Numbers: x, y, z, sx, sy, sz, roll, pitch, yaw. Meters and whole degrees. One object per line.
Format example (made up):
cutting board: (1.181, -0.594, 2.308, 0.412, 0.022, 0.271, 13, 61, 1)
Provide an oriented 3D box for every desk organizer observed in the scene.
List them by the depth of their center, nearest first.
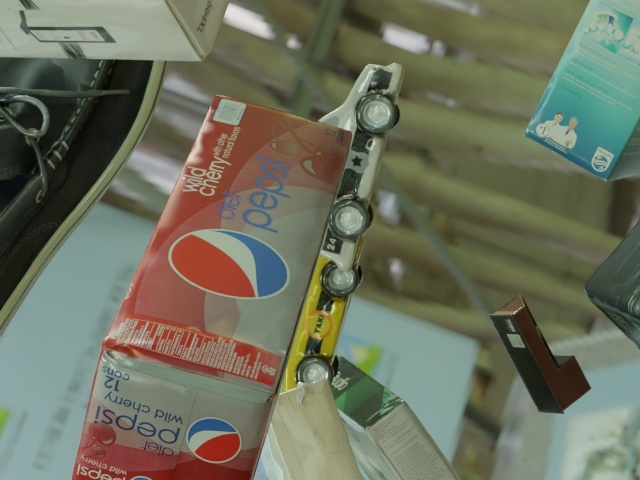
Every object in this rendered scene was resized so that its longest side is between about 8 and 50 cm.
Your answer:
desk organizer: (0.245, 0.125, 1.974, 0.050, 0.130, 0.047, -35, 14, -26)

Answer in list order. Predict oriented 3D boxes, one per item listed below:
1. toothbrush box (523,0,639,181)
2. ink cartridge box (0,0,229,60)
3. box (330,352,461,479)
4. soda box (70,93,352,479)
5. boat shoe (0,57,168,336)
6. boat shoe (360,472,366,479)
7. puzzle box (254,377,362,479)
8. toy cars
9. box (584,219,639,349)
toothbrush box: (0.393, -0.233, 2.155, 0.216, 0.126, 0.295, -11, -52, -64)
ink cartridge box: (-0.163, -0.210, 1.262, 0.086, 0.203, 0.148, 59, -139, -52)
box: (0.086, 0.243, 1.925, 0.058, 0.232, 0.322, -36, 15, -9)
soda box: (-0.049, 0.028, 0.903, 0.263, 0.083, 0.092, -72, -1, -59)
boat shoe: (-0.290, -0.088, 1.580, 0.500, 0.187, 0.156, -60, -29, -7)
boat shoe: (0.034, 0.335, 1.843, 0.070, 0.078, 0.219, 88, 166, -63)
puzzle box: (0.029, 0.314, 1.313, 0.272, 0.052, 0.409, 126, 126, -76)
toy cars: (0.000, 0.000, 1.632, 0.176, 0.087, 0.394, -72, -4, -46)
box: (0.534, -0.010, 1.388, 0.480, 0.297, 0.472, -49, 18, -3)
